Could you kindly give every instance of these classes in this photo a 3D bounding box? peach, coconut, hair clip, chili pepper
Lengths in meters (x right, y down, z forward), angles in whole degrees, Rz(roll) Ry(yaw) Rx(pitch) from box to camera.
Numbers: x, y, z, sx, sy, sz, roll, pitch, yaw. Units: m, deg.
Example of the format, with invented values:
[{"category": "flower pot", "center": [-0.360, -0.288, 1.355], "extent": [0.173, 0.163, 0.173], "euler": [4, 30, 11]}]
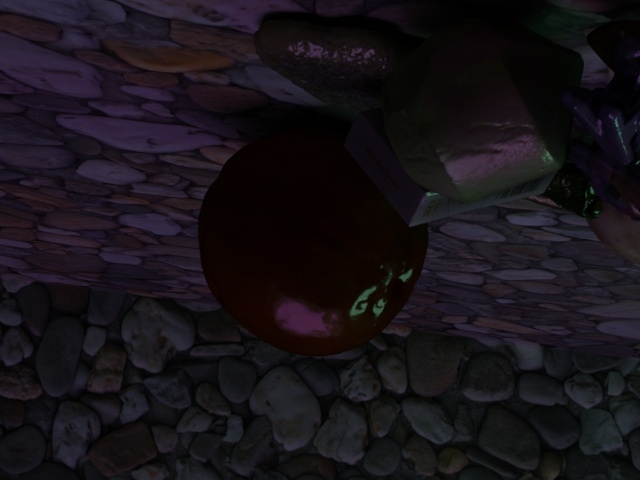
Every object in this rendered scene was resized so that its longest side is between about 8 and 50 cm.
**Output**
[{"category": "peach", "center": [0.000, 0.000, 2.197], "extent": [0.301, 0.343, 0.343], "euler": [25, 179, 34]}, {"category": "coconut", "center": [0.189, -0.155, 1.685], "extent": [0.236, 0.204, 0.236], "euler": [-21, 165, -6]}, {"category": "hair clip", "center": [0.322, -0.096, 1.611], "extent": [0.137, 0.090, 0.278], "euler": [34, 156, 39]}, {"category": "chili pepper", "center": [0.216, -0.113, 1.996], "extent": [0.359, 0.076, 0.085], "euler": [21, 143, 31]}]

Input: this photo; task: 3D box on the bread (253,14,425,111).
[{"category": "bread", "center": [0.055, -0.213, 1.858], "extent": [0.207, 0.056, 0.286], "euler": [1, 168, 34]}]

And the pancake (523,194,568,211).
[{"category": "pancake", "center": [0.327, -0.076, 2.160], "extent": [0.253, 0.037, 0.253], "euler": [16, -170, -3]}]

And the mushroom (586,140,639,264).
[{"category": "mushroom", "center": [0.458, -0.070, 1.965], "extent": [0.255, 0.184, 0.255], "euler": [36, 150, 25]}]

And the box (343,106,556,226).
[{"category": "box", "center": [0.165, -0.109, 1.849], "extent": [0.233, 0.149, 0.067], "euler": [-14, 142, -35]}]

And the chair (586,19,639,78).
[{"category": "chair", "center": [0.424, -0.172, 1.613], "extent": [0.247, 0.172, 0.159], "euler": [54, 157, -6]}]
